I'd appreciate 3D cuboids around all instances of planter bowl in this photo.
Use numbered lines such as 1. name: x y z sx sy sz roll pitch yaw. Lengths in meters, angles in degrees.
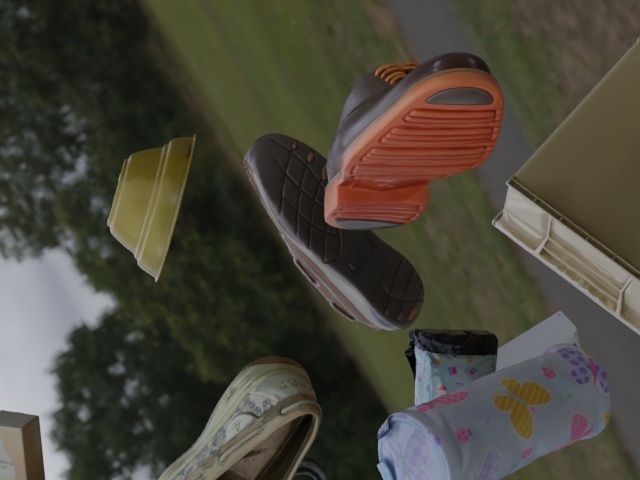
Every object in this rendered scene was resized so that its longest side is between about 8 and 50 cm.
1. planter bowl: -0.245 -0.057 2.121 0.217 0.090 0.217 -166 90 -82

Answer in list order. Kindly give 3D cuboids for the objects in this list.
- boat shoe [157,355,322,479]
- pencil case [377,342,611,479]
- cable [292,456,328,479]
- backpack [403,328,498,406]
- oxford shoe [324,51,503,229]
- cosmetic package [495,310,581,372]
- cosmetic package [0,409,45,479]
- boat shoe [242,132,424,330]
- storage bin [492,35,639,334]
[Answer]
1. boat shoe: -0.093 0.247 1.472 0.105 0.285 0.089 18 -160 -30
2. pencil case: 0.190 0.202 1.631 0.113 0.273 0.124 57 144 19
3. cable: -0.015 0.424 1.934 0.072 0.140 0.287 -96 19 -72
4. backpack: 0.208 0.234 2.391 0.115 0.152 0.182 -121 34 -85
5. oxford shoe: 0.071 -0.116 1.419 0.364 0.130 0.132 136 133 -68
6. cosmetic package: 0.355 0.231 2.713 0.060 0.239 0.099 51 169 45
7. cosmetic package: -0.381 0.274 1.887 0.041 0.060 0.115 -38 -52 -60
8. boat shoe: 0.000 0.000 2.018 0.324 0.123 0.116 53 149 -13
9. storage bin: 0.383 -0.057 1.728 0.260 0.262 0.123 39 163 17
